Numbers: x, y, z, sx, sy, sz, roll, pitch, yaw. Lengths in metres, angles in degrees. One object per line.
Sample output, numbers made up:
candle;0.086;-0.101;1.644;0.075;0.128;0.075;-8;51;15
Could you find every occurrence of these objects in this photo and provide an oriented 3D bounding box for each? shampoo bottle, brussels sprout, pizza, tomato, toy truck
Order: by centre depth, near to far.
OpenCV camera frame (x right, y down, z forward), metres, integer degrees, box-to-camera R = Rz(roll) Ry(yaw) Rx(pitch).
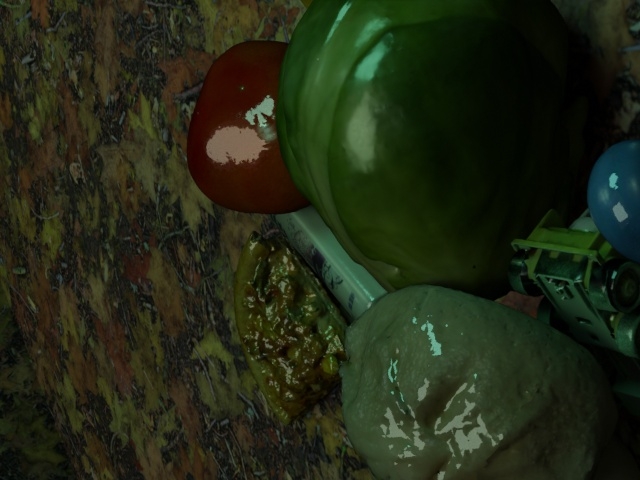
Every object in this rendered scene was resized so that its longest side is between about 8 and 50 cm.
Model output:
toy truck;0.303;0.070;0.941;0.128;0.135;0.259;10;141;54
brussels sprout;0.106;-0.116;1.006;0.276;0.315;0.371;2;94;44
tomato;-0.071;-0.162;1.353;0.260;0.180;0.259;-10;64;21
shampoo bottle;0.000;0.000;1.426;0.359;0.078;0.134;49;168;36
pizza;-0.072;0.146;1.545;0.258;0.087;0.268;55;143;13

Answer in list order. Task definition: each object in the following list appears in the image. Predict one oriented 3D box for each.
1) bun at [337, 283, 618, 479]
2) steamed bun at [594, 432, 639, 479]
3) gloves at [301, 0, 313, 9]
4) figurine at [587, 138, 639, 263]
bun;0.148;0.188;0.947;0.281;0.281;0.205;-12;49;56
steamed bun;0.246;0.297;1.112;0.232;0.145;0.231;22;117;50
gloves;0.053;-0.220;1.188;0.133;0.116;0.294;-88;-23;-51
figurine;0.402;0.054;0.789;0.416;0.243;0.298;50;132;4
